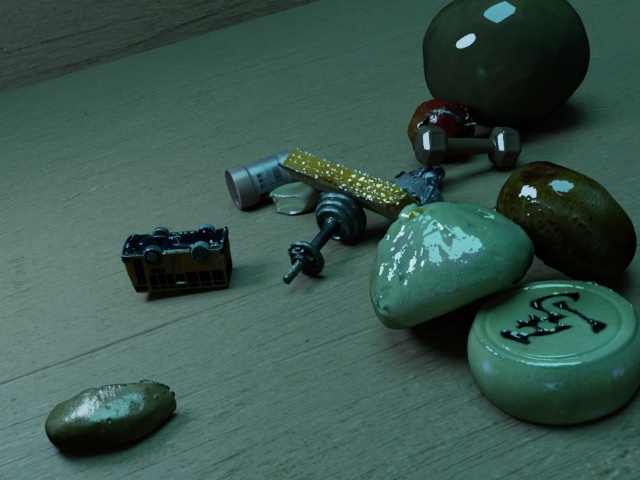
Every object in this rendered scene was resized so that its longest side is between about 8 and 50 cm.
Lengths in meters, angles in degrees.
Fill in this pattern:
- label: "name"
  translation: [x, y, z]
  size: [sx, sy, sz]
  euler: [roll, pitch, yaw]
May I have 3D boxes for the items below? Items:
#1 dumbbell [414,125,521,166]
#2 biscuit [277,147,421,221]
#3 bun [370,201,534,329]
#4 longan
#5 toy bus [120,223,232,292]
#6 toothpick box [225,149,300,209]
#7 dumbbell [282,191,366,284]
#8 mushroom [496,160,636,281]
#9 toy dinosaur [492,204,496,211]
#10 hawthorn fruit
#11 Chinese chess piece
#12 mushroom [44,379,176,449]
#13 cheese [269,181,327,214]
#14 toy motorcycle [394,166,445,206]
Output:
- label: "dumbbell"
  translation: [0.318, -0.204, 1.856]
  size: [0.230, 0.092, 0.082]
  euler: [0, -11, -13]
- label: "biscuit"
  translation: [0.059, -0.113, 1.756]
  size: [0.378, 0.094, 0.054]
  euler: [26, 82, 48]
- label: "bun"
  translation: [0.191, 0.020, 1.364]
  size: [0.283, 0.179, 0.283]
  euler: [-23, -4, -2]
- label: "longan"
  translation: [0.431, -0.434, 2.028]
  size: [0.404, 0.336, 0.404]
  euler: [-4, -1, 0]
- label: "toy bus"
  translation: [-0.278, 0.039, 1.683]
  size: [0.201, 0.114, 0.098]
  euler: [-5, 29, 4]
- label: "toothpick box"
  translation: [-0.133, -0.140, 1.971]
  size: [0.149, 0.098, 0.098]
  euler: [-21, 29, -17]
- label: "dumbbell"
  translation: [0.000, 0.000, 1.661]
  size: [0.110, 0.110, 0.254]
  euler: [7, 39, 32]
- label: "mushroom"
  translation: [0.406, -0.031, 1.415]
  size: [0.153, 0.253, 0.253]
  euler: [-52, 32, 3]
- label: "toy dinosaur"
  translation: [0.312, -0.036, 1.646]
  size: [0.154, 0.049, 0.055]
  euler: [-6, 31, 2]
- label: "hawthorn fruit"
  translation: [0.284, -0.252, 1.950]
  size: [0.172, 0.148, 0.148]
  euler: [5, 32, 44]
- label: "Chinese chess piece"
  translation: [0.337, 0.152, 1.230]
  size: [0.250, 0.101, 0.250]
  euler: [-10, 27, 5]
- label: "mushroom"
  translation: [-0.330, 0.273, 1.316]
  size: [0.209, 0.072, 0.094]
  euler: [-10, 37, 5]
- label: "cheese"
  translation: [-0.028, -0.098, 1.903]
  size: [0.171, 0.048, 0.092]
  euler: [-1, 31, 20]
- label: "toy motorcycle"
  translation: [0.212, -0.108, 1.789]
  size: [0.122, 0.080, 0.215]
  euler: [0, 28, 25]
